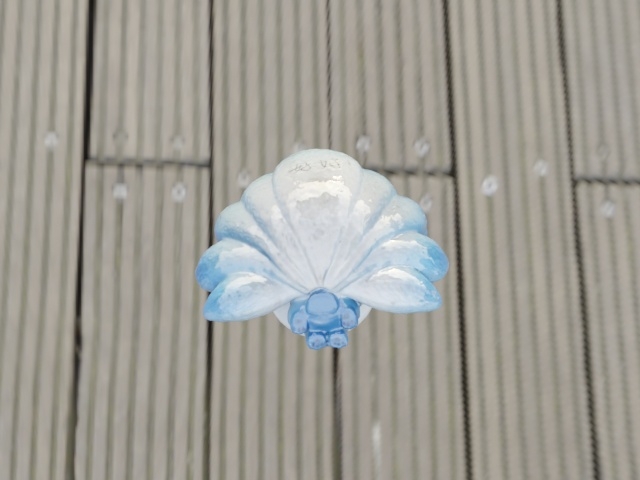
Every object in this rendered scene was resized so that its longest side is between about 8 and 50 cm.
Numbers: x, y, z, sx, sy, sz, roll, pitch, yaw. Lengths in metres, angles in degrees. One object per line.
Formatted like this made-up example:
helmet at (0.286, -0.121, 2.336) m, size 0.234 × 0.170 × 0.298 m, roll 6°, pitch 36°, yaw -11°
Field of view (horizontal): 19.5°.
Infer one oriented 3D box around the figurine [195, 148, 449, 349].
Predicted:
figurine at (0.000, 0.000, 0.812) m, size 0.114 × 0.079 × 0.114 m, roll -9°, pitch 30°, yaw 5°
